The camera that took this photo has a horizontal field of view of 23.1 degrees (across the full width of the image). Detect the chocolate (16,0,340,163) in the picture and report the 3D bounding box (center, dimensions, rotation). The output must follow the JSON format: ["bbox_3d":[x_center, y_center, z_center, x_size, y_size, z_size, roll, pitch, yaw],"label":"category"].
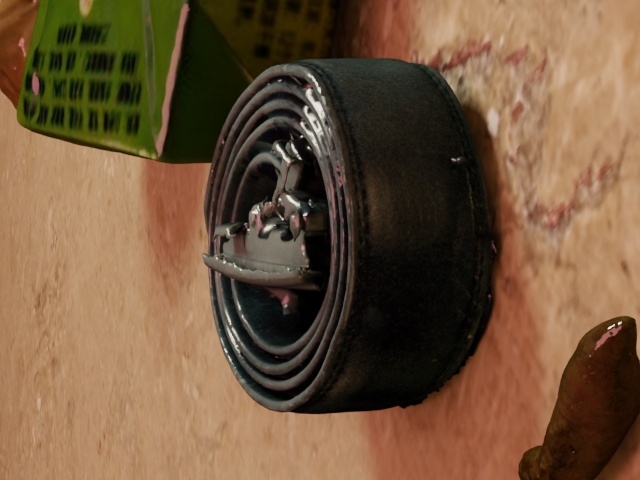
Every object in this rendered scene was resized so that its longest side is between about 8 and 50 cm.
[{"bbox_3d":[-0.097,-0.201,1.130,0.301,0.137,0.289,16,97,60],"label":"chocolate"}]

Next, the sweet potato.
[{"bbox_3d":[0.118,0.084,0.706,0.153,0.038,0.041,106,-179,-53],"label":"sweet potato"}]

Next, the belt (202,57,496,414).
[{"bbox_3d":[0.000,0.000,0.931,0.267,0.116,0.206,158,110,-66],"label":"belt"}]

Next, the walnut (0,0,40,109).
[{"bbox_3d":[-0.238,-0.210,1.494,0.224,0.257,0.257,58,156,2],"label":"walnut"}]
